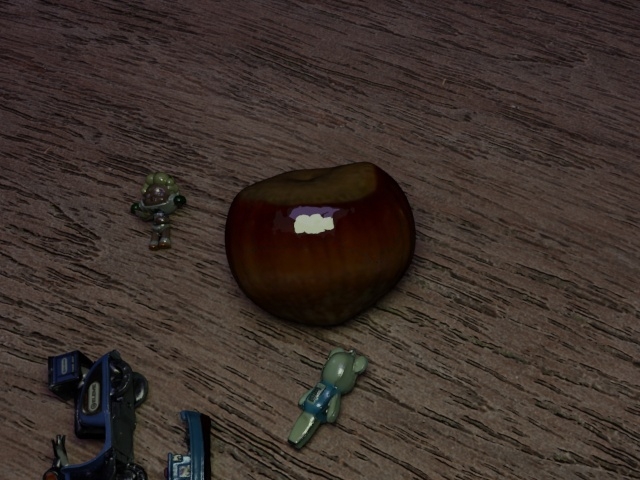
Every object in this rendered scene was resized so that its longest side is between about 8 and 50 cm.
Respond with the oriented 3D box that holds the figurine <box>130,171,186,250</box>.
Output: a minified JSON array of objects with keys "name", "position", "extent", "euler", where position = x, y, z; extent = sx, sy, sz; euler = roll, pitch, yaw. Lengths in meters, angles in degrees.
[{"name":"figurine","position":[-0.395,-0.076,1.854],"extent":[0.147,0.093,0.197],"euler":[-9,58,14]}]

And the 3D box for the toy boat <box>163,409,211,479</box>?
[{"name":"toy boat","position":[-0.264,0.446,1.517],"extent":[0.097,0.100,0.223],"euler":[-1,56,-11]}]

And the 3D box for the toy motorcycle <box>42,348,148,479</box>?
[{"name":"toy motorcycle","position":[-0.464,0.392,1.563],"extent":[0.212,0.125,0.359],"euler":[-17,56,5]}]

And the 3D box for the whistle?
[{"name":"whistle","position":[0.011,0.328,1.580],"extent":[0.114,0.077,0.236],"euler":[14,63,46]}]

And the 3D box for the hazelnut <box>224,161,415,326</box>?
[{"name":"hazelnut","position":[0.000,0.000,1.644],"extent":[0.409,0.359,0.359],"euler":[-1,58,0]}]
